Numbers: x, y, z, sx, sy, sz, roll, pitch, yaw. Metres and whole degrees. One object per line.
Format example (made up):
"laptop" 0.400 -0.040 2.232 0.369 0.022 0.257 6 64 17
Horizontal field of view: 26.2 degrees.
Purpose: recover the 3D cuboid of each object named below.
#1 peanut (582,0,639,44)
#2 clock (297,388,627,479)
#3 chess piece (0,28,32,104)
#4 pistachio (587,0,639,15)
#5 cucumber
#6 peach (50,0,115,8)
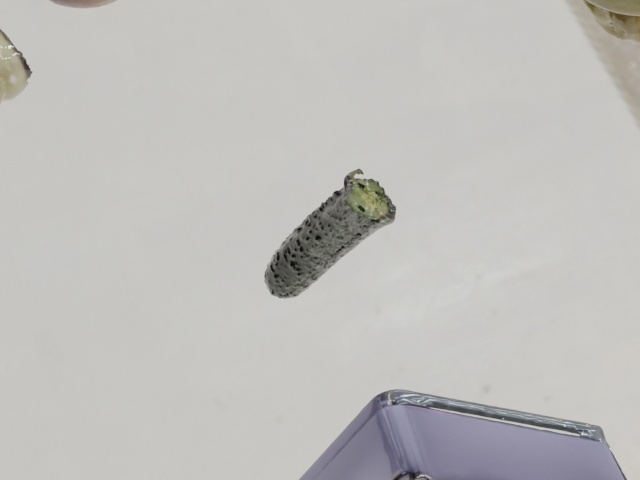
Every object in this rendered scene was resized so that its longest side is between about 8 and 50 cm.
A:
"peanut" 0.252 -0.305 1.195 0.152 0.152 0.313 -49 122 -30
"clock" 0.085 0.174 0.864 0.193 0.144 0.073 15 40 -33
"chess piece" -0.462 -0.144 1.529 0.143 0.143 0.261 43 66 4
"pistachio" 0.280 -0.227 1.067 0.189 0.100 0.110 3 43 19
"cucumber" 0.002 -0.002 1.401 0.067 0.245 0.067 10 66 -22
"peach" -0.306 -0.416 1.774 0.231 0.231 0.231 8 64 -16
